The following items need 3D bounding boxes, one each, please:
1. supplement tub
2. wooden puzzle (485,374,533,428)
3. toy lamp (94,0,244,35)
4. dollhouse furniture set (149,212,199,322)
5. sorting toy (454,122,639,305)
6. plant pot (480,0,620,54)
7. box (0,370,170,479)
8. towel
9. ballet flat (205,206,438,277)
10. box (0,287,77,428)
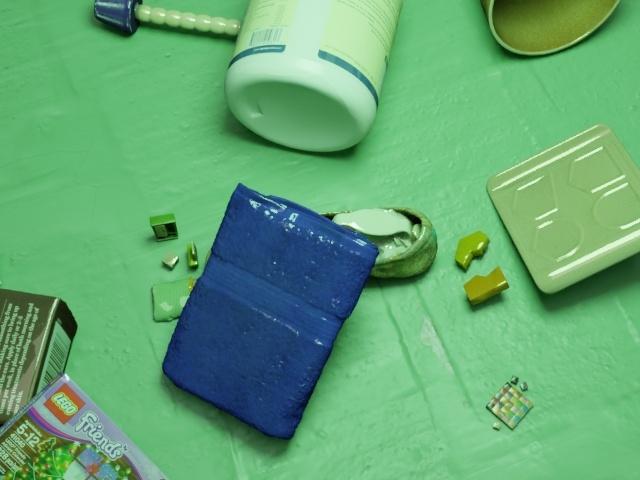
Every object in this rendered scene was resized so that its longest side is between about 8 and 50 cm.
[{"bbox_3d":[-0.002,-0.328,1.661,0.235,0.235,0.324,12,67,6],"label":"supplement tub"},{"bbox_3d":[0.271,0.235,1.533,0.049,0.006,0.083,41,72,17],"label":"wooden puzzle"},{"bbox_3d":[-0.235,-0.366,1.769,0.275,0.080,0.080,11,67,3],"label":"toy lamp"},{"bbox_3d":[-0.219,0.040,1.597,0.076,0.058,0.151,-9,66,-3],"label":"dollhouse furniture set"},{"bbox_3d":[0.340,-0.026,1.603,0.307,0.041,0.229,-27,51,8],"label":"sorting toy"},{"bbox_3d":[0.338,-0.475,1.745,0.237,0.237,0.254,-16,53,-6],"label":"plant pot"},{"bbox_3d":[-0.308,0.343,1.394,0.201,0.057,0.293,-45,102,-17],"label":"box"},{"bbox_3d":[-0.072,0.098,1.507,0.228,0.076,0.308,26,97,17],"label":"towel"},{"bbox_3d":[0.000,0.000,1.582,0.349,0.123,0.123,-2,66,0],"label":"ballet flat"},{"bbox_3d":[-0.557,0.159,1.507,0.381,0.143,0.191,9,67,3],"label":"box"}]
